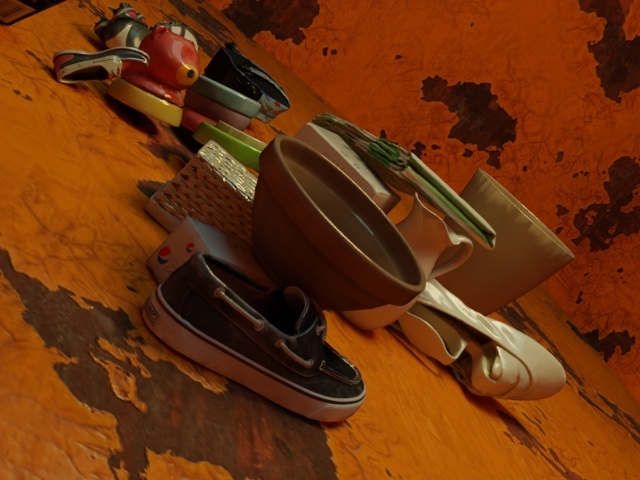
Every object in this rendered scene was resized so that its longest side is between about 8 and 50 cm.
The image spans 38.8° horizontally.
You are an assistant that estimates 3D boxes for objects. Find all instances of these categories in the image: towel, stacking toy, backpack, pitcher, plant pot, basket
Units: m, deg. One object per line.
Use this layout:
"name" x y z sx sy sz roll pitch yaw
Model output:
"towel" 0.136 -0.104 1.498 0.248 0.038 0.325 37 1 -32
"stacking toy" -0.145 -0.213 1.441 0.280 0.130 0.309 29 7 20
"backpack" -0.154 -0.314 1.926 0.173 0.117 0.158 33 16 -35
"pitcher" 0.128 0.046 1.389 0.178 0.207 0.125 32 17 -44
"plant pot" 0.000 0.000 1.030 0.237 0.110 0.237 42 17 -16
"basket" -0.119 -0.036 1.149 0.167 0.103 0.113 41 14 -8
"plant pot" 0.316 0.042 1.810 0.256 0.274 0.256 40 12 -10

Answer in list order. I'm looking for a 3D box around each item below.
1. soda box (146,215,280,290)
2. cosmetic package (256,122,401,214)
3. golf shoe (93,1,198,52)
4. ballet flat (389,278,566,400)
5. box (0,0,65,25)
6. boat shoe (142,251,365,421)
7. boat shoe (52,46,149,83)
"soda box" -0.088 0.050 1.029 0.216 0.074 0.069 27 20 -50
"cosmetic package" -0.007 -0.053 1.357 0.151 0.183 0.151 45 12 14
"golf shoe" -0.302 -0.339 1.661 0.120 0.105 0.273 61 22 10
"ballet flat" 0.242 0.182 1.526 0.400 0.139 0.139 35 14 -12
"box" -0.435 -0.460 1.235 0.165 0.143 0.270 24 57 -59
"boat shoe" -0.040 0.098 0.950 0.301 0.102 0.108 33 16 -36
"boat shoe" -0.308 -0.244 1.288 0.137 0.049 0.043 -5 54 -24
